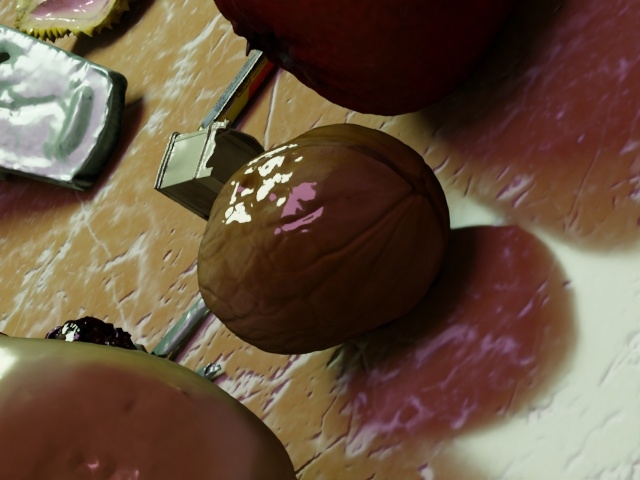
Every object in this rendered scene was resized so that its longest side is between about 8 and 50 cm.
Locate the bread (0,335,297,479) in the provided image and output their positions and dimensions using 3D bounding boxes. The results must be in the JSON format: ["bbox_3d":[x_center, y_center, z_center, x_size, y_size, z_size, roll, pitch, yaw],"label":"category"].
[{"bbox_3d":[-0.189,0.251,1.237,0.253,0.348,0.376,91,-171,-66],"label":"bread"}]

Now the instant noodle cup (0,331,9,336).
[{"bbox_3d":[-0.443,0.163,1.846,0.193,0.193,0.212,9,77,58],"label":"instant noodle cup"}]

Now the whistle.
[{"bbox_3d":[-0.382,-0.166,2.013,0.405,0.188,0.168,15,84,56],"label":"whistle"}]

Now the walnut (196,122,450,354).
[{"bbox_3d":[0.000,0.000,1.356,0.207,0.167,0.167,-26,42,39],"label":"walnut"}]

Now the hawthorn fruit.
[{"bbox_3d":[0.053,-0.258,1.431,0.307,0.265,0.265,-55,29,-11],"label":"hawthorn fruit"}]

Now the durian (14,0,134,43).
[{"bbox_3d":[-0.275,-0.314,2.070,0.165,0.132,0.182,-160,80,-75],"label":"durian"}]

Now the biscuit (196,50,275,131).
[{"bbox_3d":[-0.034,-0.204,1.724,0.292,0.026,0.048,-53,26,6],"label":"biscuit"}]

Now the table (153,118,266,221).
[{"bbox_3d":[-0.089,-0.062,1.619,0.083,0.079,0.062,-11,55,49],"label":"table"}]

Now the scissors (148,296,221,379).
[{"bbox_3d":[-0.220,0.186,1.627,0.383,0.029,0.256,-43,31,20],"label":"scissors"}]

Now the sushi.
[{"bbox_3d":[-0.194,0.116,1.550,0.098,0.094,0.084,-45,33,21],"label":"sushi"}]
